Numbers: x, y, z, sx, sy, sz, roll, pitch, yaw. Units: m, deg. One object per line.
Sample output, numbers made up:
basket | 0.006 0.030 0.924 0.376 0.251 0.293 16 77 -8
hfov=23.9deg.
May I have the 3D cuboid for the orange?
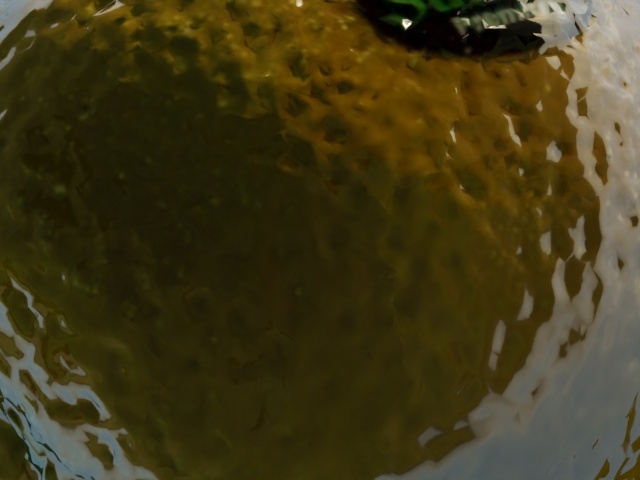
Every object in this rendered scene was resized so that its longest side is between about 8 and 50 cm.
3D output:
orange | 0.000 0.000 0.417 0.236 0.236 0.236 -4 -107 15
